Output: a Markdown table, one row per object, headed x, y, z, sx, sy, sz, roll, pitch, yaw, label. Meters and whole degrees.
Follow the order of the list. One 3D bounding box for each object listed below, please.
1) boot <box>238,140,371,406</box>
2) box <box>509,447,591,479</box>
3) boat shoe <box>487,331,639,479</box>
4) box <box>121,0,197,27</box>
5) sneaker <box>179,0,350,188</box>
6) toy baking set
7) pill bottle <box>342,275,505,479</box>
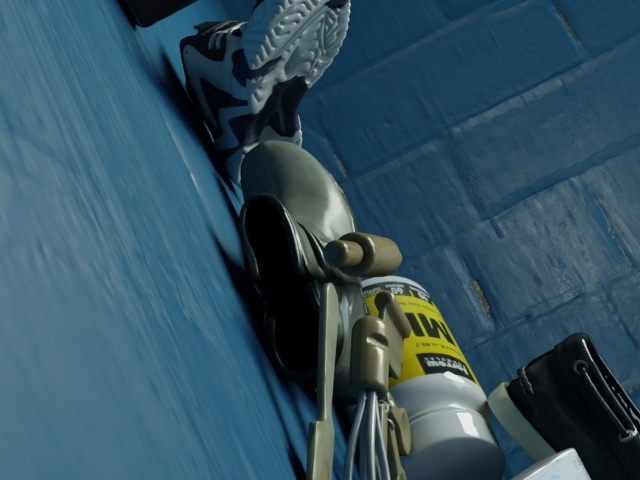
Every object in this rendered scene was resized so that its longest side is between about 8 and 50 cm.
| x | y | z | sx | sy | sz | roll | pitch | yaw | label |
| --- | --- | --- | --- | --- | --- | --- | --- | --- | --- |
| -0.018 | -0.001 | 0.672 | 0.161 | 0.083 | 0.246 | 55 | 13 | -63 | boot |
| 0.138 | 0.238 | 0.589 | 0.038 | 0.186 | 0.145 | -39 | -107 | 48 | box |
| 0.285 | 0.203 | 0.681 | 0.340 | 0.113 | 0.127 | 46 | 11 | 30 | boat shoe |
| -0.182 | -0.382 | 0.713 | 0.191 | 0.143 | 0.381 | -112 | 176 | -62 | box |
| -0.065 | -0.177 | 0.790 | 0.153 | 0.094 | 0.235 | 50 | -34 | 29 | sneaker |
| 0.038 | 0.088 | 0.599 | 0.256 | 0.030 | 0.196 | 21 | 61 | -71 | toy baking set |
| 0.078 | 0.135 | 0.798 | 0.119 | 0.119 | 0.208 | 61 | 3 | -36 | pill bottle |
